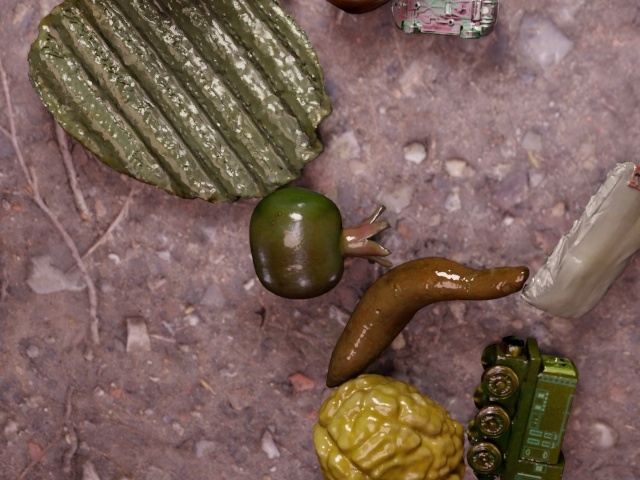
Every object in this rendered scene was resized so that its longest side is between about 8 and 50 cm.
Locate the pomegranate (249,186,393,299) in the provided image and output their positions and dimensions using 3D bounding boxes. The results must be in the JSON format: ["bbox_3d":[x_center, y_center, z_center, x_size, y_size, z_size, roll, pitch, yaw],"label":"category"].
[{"bbox_3d":[0.000,0.000,1.206,0.191,0.131,0.152,-9,106,0],"label":"pomegranate"}]

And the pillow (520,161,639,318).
[{"bbox_3d":[0.350,0.004,1.113,0.128,0.051,0.229,11,121,-34],"label":"pillow"}]

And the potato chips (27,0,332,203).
[{"bbox_3d":[-0.194,-0.225,1.212,0.358,0.070,0.429,-39,94,22],"label":"potato chips"}]

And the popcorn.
[{"bbox_3d":[0.090,0.279,1.249,0.226,0.203,0.200,-3,101,-23],"label":"popcorn"}]

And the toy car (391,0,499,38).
[{"bbox_3d":[0.154,-0.287,1.093,0.142,0.055,0.069,15,111,35],"label":"toy car"}]

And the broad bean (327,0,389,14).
[{"bbox_3d":[0.072,-0.348,1.080,0.114,0.084,0.165,47,113,22],"label":"broad bean"}]

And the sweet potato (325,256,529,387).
[{"bbox_3d":[0.123,0.086,1.204,0.346,0.079,0.108,-33,77,31],"label":"sweet potato"}]

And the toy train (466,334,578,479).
[{"bbox_3d":[0.278,0.241,1.221,0.137,0.090,0.226,9,111,6],"label":"toy train"}]
